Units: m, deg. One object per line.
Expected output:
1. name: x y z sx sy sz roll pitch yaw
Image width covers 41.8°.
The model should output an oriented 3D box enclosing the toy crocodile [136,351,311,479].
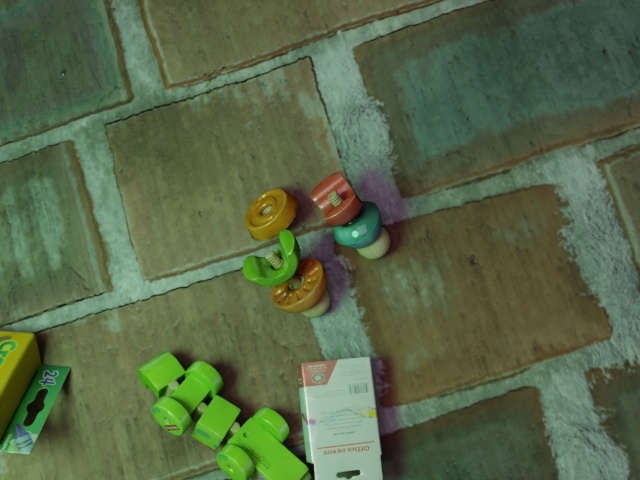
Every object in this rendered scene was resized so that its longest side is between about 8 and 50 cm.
1. toy crocodile: -0.164 0.305 1.376 0.341 0.105 0.115 35 52 8

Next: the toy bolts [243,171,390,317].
1. toy bolts: 0.000 0.000 1.409 0.228 0.158 0.218 -34 37 12

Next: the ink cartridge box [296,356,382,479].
1. ink cartridge box: 0.030 0.292 1.348 0.115 0.067 0.198 -4 79 -11

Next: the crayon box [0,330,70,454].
1. crayon box: -0.608 0.239 1.390 0.323 0.203 0.083 4 125 3
